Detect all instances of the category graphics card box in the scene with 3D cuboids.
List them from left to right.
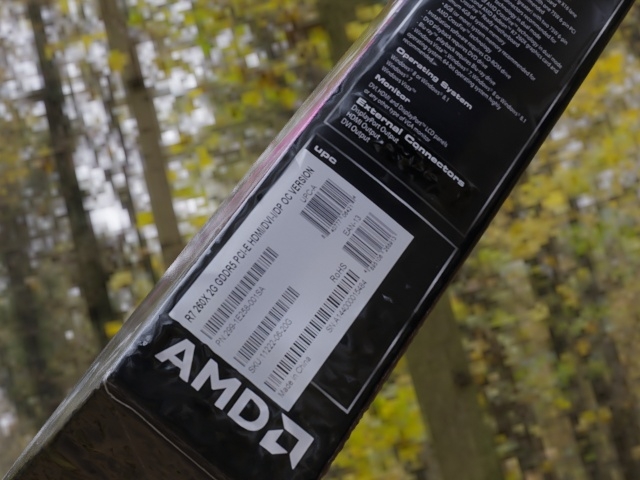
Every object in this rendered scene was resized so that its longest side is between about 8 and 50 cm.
[{"bbox_3d":[0.000,0.000,0.758,0.371,0.094,0.233,-55,6,-34],"label":"graphics card box"}]
